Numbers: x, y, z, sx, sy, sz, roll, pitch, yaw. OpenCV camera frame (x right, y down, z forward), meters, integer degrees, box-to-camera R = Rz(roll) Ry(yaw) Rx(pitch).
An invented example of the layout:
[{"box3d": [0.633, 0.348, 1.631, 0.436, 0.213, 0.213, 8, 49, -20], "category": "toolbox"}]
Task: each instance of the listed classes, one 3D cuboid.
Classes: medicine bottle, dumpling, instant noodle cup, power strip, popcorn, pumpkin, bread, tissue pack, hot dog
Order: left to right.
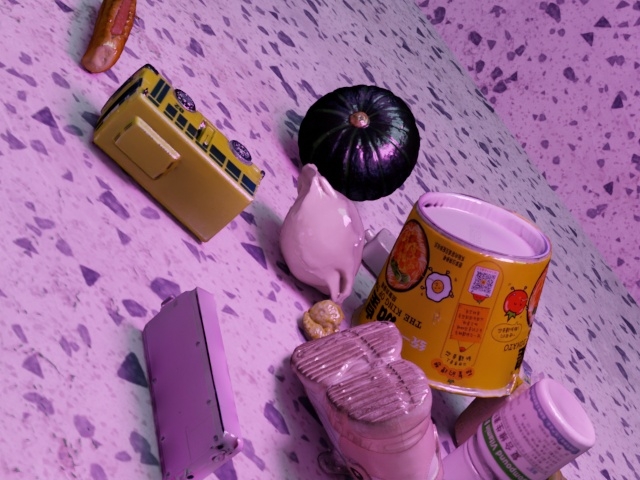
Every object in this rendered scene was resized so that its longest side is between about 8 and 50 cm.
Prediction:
[{"box3d": [-0.360, -0.369, 2.044, 0.061, 0.088, 0.286, 38, 30, -23], "category": "hot dog"}, {"box3d": [-0.164, 0.179, 1.486, 0.037, 0.109, 0.279, 32, 28, -38], "category": "power strip"}, {"box3d": [0.000, 0.000, 2.041, 0.193, 0.147, 0.258, 140, -64, -79], "category": "dumpling"}, {"box3d": [0.002, 0.131, 1.936, 0.059, 0.068, 0.083, 23, 44, 21], "category": "popcorn"}, {"box3d": [0.079, -0.181, 2.395, 0.248, 0.248, 0.248, 40, 24, -22], "category": "pumpkin"}, {"box3d": [0.211, 0.125, 2.322, 0.385, 0.062, 0.091, 48, 23, -5], "category": "power strip"}, {"box3d": [0.242, 0.080, 2.047, 0.325, 0.254, 0.325, 16, 22, -7], "category": "instant noodle cup"}, {"box3d": [0.322, 0.326, 2.104, 0.134, 0.141, 0.148, 52, 21, 20], "category": "bread"}, {"box3d": [0.320, 0.342, 1.946, 0.139, 0.237, 0.139, 40, 25, -23], "category": "medicine bottle"}, {"box3d": [0.423, 0.311, 2.390, 0.085, 0.079, 0.111, 44, 23, -10], "category": "tissue pack"}]

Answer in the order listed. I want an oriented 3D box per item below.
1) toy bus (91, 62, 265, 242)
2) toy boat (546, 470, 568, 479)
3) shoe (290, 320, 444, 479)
[{"box3d": [-0.224, -0.135, 1.851, 0.262, 0.128, 0.150, 43, 23, -16], "category": "toy bus"}, {"box3d": [0.357, 0.457, 1.996, 0.084, 0.111, 0.276, 56, 22, 3], "category": "toy boat"}, {"box3d": [0.066, 0.257, 1.738, 0.351, 0.172, 0.198, -121, -164, -70], "category": "shoe"}]
